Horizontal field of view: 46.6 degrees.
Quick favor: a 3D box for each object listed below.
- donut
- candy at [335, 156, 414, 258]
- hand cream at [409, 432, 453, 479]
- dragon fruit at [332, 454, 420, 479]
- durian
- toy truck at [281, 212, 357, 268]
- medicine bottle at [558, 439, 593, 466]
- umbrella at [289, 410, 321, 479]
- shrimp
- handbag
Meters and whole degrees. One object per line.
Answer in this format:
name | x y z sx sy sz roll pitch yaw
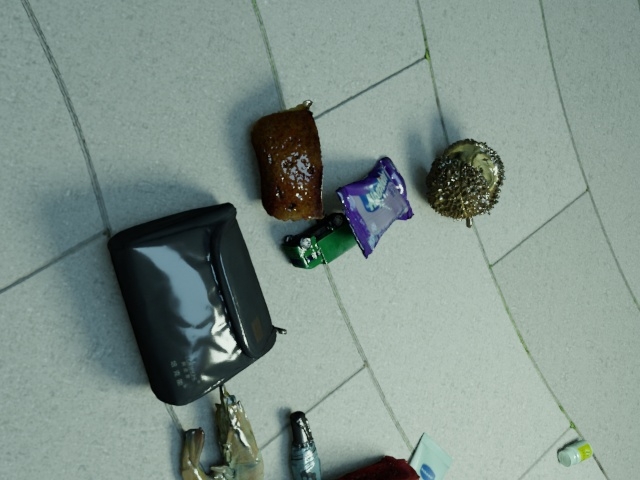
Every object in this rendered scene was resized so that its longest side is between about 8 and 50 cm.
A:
donut | -0.055 -0.145 1.371 0.126 0.144 0.187 -11 123 -12
candy | 0.112 -0.072 1.477 0.275 0.070 0.145 -38 104 -55
hand cream | 0.181 0.575 1.580 0.109 0.067 0.321 46 61 -23
dragon fruit | 0.117 0.516 1.412 0.262 0.211 0.134 -7 86 -43
durian | 0.312 -0.114 1.586 0.196 0.167 0.196 -13 115 -31
toy truck | 0.000 0.000 1.442 0.147 0.065 0.079 -32 110 -29
medicine bottle | 0.638 0.533 1.859 0.083 0.047 0.047 -13 98 -32
umbrella | -0.027 0.452 1.439 0.052 0.053 0.251 -15 97 -42
shrimp | -0.187 0.375 1.334 0.145 0.059 0.254 -23 110 -15
handbag | -0.184 0.096 1.260 0.275 0.178 0.302 -21 102 -30
